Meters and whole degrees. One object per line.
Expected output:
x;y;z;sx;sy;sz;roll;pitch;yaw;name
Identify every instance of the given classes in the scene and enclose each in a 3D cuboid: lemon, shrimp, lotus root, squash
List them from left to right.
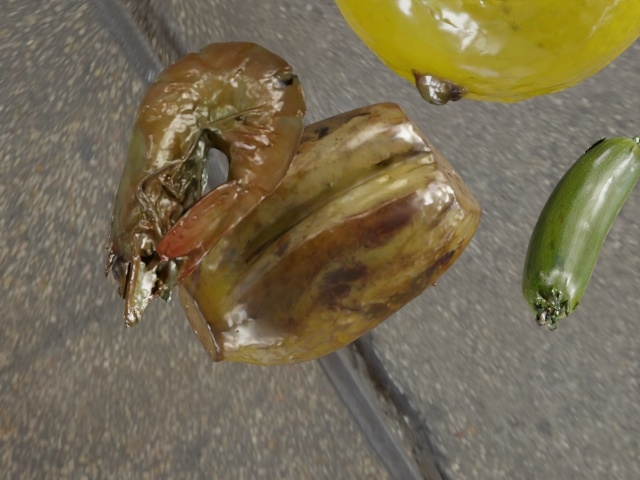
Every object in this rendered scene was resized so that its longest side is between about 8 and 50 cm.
-0.095;-0.046;1.140;0.145;0.267;0.061;10;146;21;shrimp
-0.003;-0.005;1.350;0.291;0.193;0.193;-36;103;-2;lotus root
0.137;-0.248;1.087;0.297;0.297;0.297;-1;101;-5;lemon
0.262;-0.015;1.499;0.080;0.318;0.071;22;139;17;squash
